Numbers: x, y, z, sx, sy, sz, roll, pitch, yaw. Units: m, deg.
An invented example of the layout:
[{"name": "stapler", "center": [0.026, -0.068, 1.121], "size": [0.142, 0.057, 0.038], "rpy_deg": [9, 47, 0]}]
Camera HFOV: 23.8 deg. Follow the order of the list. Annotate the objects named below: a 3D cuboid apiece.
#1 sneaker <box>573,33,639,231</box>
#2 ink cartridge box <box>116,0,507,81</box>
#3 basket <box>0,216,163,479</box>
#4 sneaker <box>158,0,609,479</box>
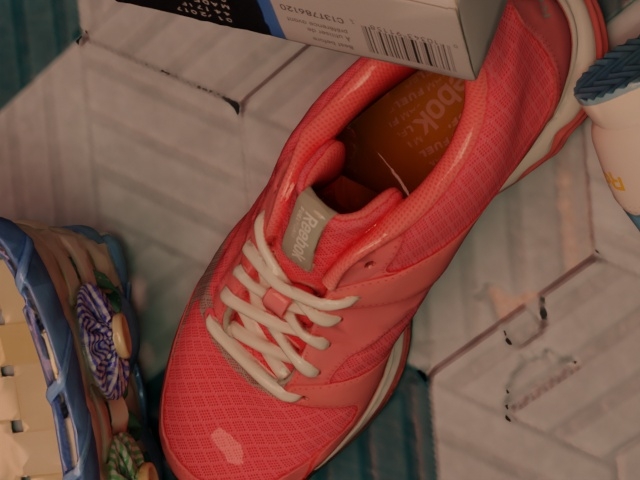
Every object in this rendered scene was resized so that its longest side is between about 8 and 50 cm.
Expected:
[{"name": "sneaker", "center": [0.227, -0.063, 0.623], "size": [0.229, 0.087, 0.092], "rpy_deg": [-16, 111, 22]}, {"name": "ink cartridge box", "center": [0.039, -0.233, 0.633], "size": [0.165, 0.065, 0.332], "rpy_deg": [16, 71, 20]}, {"name": "basket", "center": [-0.197, 0.098, 0.698], "size": [0.201, 0.289, 0.254], "rpy_deg": [-8, 96, 29]}, {"name": "sneaker", "center": [0.000, -0.001, 0.688], "size": [0.116, 0.136, 0.313], "rpy_deg": [39, 109, 15]}]
